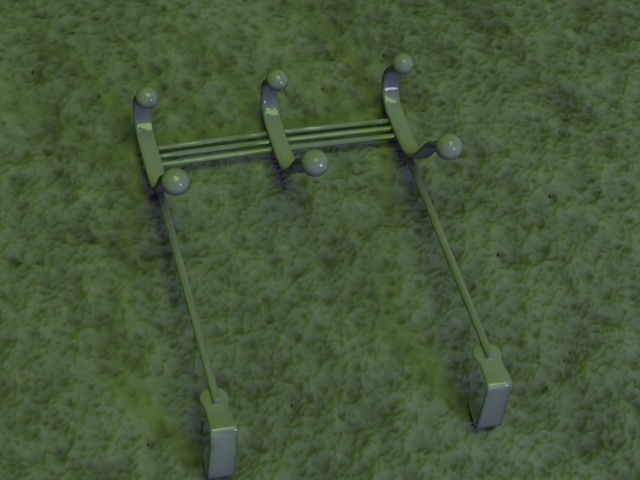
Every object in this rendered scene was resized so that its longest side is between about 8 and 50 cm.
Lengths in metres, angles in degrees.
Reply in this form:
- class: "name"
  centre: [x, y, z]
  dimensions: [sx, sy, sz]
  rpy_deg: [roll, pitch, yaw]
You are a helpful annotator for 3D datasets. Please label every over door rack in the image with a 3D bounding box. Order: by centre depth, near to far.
- class: "over door rack"
  centre: [0.000, 0.000, 1.382]
  dimensions: [0.239, 0.108, 0.324]
  rpy_deg: [-8, 62, -14]
